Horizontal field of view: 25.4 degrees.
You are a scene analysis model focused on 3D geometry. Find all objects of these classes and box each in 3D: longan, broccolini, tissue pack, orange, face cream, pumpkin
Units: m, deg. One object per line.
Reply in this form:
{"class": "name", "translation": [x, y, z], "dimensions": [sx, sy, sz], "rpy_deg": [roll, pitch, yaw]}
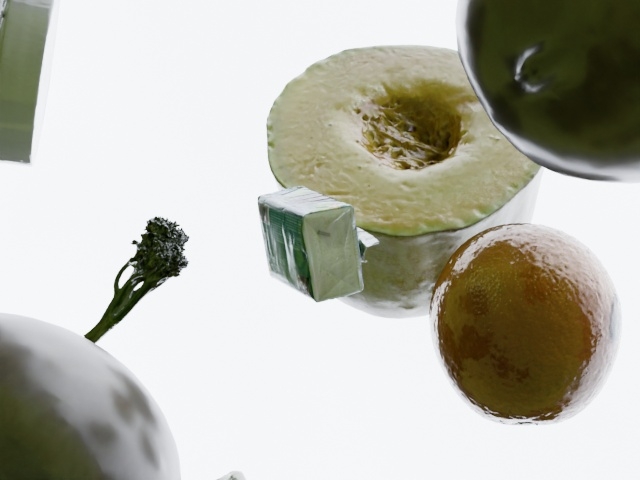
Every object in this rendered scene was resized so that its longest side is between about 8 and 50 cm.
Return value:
{"class": "longan", "translation": [-0.264, 0.199, 1.271], "dimensions": [0.300, 0.243, 0.300], "rpy_deg": [40, -23, 21]}
{"class": "broccolini", "translation": [-0.231, 0.057, 1.685], "dimensions": [0.201, 0.058, 0.074], "rpy_deg": [-45, -148, 17]}
{"class": "tissue pack", "translation": [0.000, 0.000, 1.303], "dimensions": [0.111, 0.079, 0.085], "rpy_deg": [-157, -124, -65]}
{"class": "orange", "translation": [0.202, 0.084, 1.405], "dimensions": [0.206, 0.206, 0.206], "rpy_deg": [12, -69, 34]}
{"class": "face cream", "translation": [-0.312, -0.161, 1.235], "dimensions": [0.153, 0.177, 0.177], "rpy_deg": [9, -65, -8]}
{"class": "pumpkin", "translation": [0.098, -0.058, 1.664], "dimensions": [0.332, 0.332, 0.199], "rpy_deg": [28, -41, 27]}
{"class": "longan", "translation": [0.246, -0.184, 1.083], "dimensions": [0.297, 0.297, 0.297], "rpy_deg": [12, -69, 34]}

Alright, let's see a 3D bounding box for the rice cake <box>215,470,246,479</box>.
{"class": "rice cake", "translation": [-0.186, 0.328, 1.529], "dimensions": [0.057, 0.256, 0.052], "rpy_deg": [59, -4, 49]}
